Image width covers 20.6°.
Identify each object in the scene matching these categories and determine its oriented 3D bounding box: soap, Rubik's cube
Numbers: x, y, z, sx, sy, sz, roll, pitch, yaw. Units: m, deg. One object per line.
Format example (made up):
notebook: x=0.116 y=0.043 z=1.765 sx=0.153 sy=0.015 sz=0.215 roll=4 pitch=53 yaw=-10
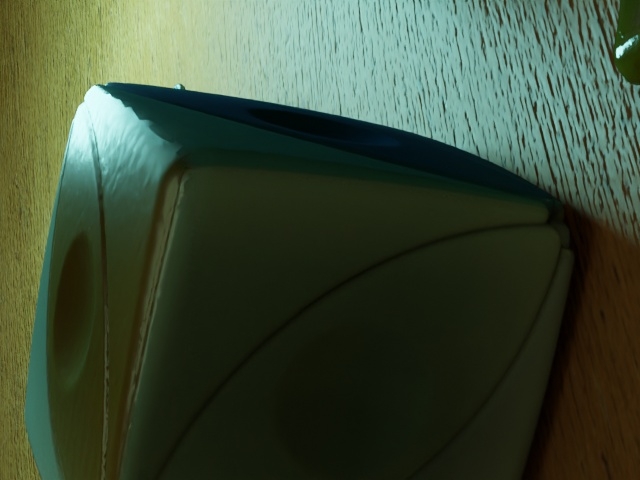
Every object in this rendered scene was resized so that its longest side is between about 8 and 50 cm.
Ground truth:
soap: x=0.241 y=-0.179 z=1.254 sx=0.089 sy=0.045 sz=0.140 roll=-20 pitch=63 yaw=62
Rubik's cube: x=-0.034 y=0.075 z=1.443 sx=0.352 sy=0.352 sz=0.347 roll=-147 pitch=67 yaw=-63

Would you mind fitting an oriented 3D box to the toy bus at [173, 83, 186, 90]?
toy bus: x=-0.137 y=-0.041 z=2.036 sx=0.121 sy=0.120 sz=0.265 roll=129 pitch=143 yaw=-52
